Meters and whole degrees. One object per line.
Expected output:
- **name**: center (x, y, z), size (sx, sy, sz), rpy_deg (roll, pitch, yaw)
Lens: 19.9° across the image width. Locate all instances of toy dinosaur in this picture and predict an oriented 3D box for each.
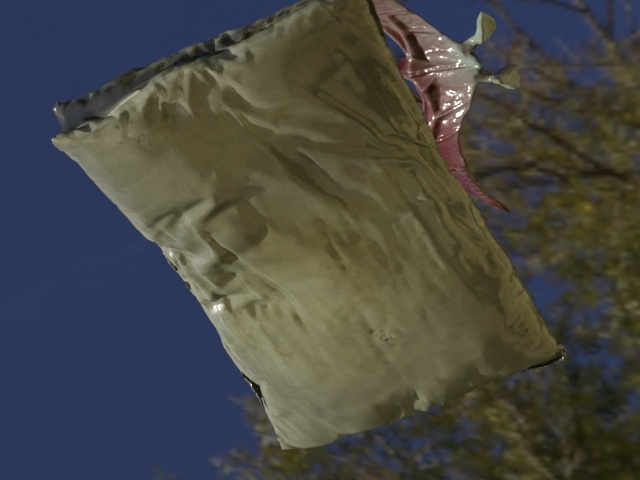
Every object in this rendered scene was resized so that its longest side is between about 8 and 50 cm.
- **toy dinosaur**: center (0.057, -0.100, 1.038), size (0.032, 0.108, 0.220), rpy_deg (-49, -63, -35)

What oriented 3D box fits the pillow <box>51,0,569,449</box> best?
- **pillow**: center (0.000, 0.000, 0.806), size (0.230, 0.148, 0.050), rpy_deg (57, -159, -36)
